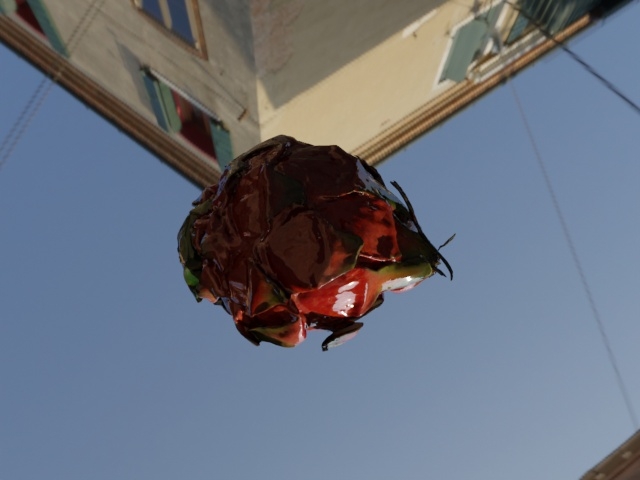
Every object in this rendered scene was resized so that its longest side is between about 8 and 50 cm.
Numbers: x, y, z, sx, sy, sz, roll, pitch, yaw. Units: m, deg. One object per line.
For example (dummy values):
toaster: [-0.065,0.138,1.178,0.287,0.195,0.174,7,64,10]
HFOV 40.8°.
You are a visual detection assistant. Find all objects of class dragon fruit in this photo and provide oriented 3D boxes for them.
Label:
dragon fruit: [0.000,0.000,0.909,0.293,0.234,0.234,3,-108,-17]
